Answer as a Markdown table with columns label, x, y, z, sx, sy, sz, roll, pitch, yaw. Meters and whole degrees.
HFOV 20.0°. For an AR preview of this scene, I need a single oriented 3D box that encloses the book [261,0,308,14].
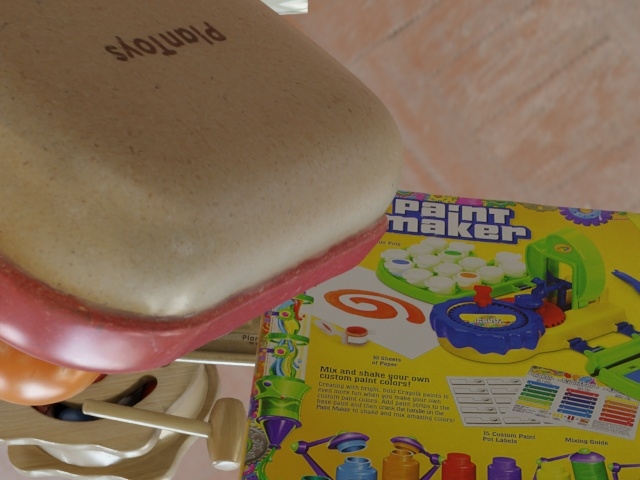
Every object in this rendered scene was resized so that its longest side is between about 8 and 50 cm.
| label | x | y | z | sx | sy | sz | roll | pitch | yaw |
| --- | --- | --- | --- | --- | --- | --- | --- | --- | --- |
| book | -0.087 | -0.246 | 1.667 | 0.144 | 0.096 | 0.035 | -3 | 137 | -4 |

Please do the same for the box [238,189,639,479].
| label | x | y | z | sx | sy | sz | roll | pitch | yaw |
| --- | --- | --- | --- | --- | --- | --- | --- | --- | --- |
| box | 0.103 | 0.124 | 1.058 | 0.290 | 0.279 | 0.177 | 6 | 129 | 1 |

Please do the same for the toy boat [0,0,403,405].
| label | x | y | z | sx | sy | sz | roll | pitch | yaw |
| --- | --- | --- | --- | --- | --- | --- | --- | --- | --- |
| toy boat | -0.077 | -0.008 | 0.615 | 0.151 | 0.231 | 0.151 | 40 | 119 | 14 |

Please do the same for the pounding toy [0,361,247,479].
| label | x | y | z | sx | sy | sz | roll | pitch | yaw |
| --- | --- | --- | --- | --- | --- | --- | --- | --- | --- |
| pounding toy | -0.185 | 0.122 | 1.643 | 0.269 | 0.154 | 0.155 | 3 | 147 | 16 |

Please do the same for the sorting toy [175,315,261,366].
| label | x | y | z | sx | sy | sz | roll | pitch | yaw |
| --- | --- | --- | --- | --- | --- | --- | --- | --- | --- |
| sorting toy | 0.000 | 0.000 | 1.516 | 0.307 | 0.229 | 0.041 | 4 | 156 | -2 |
